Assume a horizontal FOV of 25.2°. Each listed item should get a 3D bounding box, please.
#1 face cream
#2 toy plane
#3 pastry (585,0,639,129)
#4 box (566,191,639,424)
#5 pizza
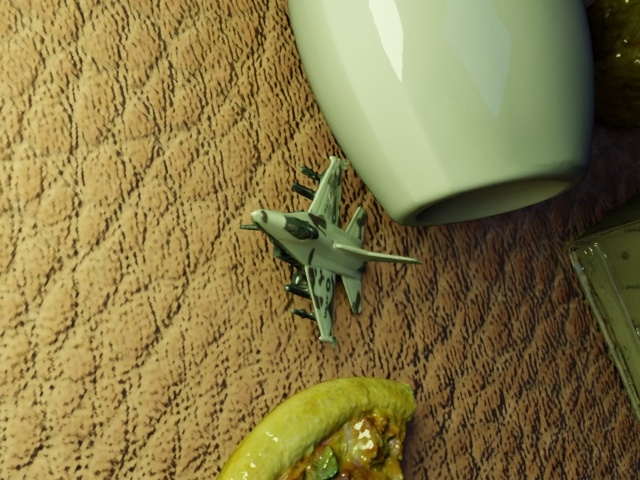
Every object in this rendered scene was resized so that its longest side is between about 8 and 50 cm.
[{"bbox_3d":[0.100,-0.202,1.216,0.312,0.219,0.357,-1,74,-57],"label":"face cream"},{"bbox_3d":[-0.010,0.001,1.156,0.234,0.082,0.160,16,75,-52],"label":"toy plane"},{"bbox_3d":[0.356,-0.192,1.492,0.188,0.188,0.103,21,62,-38],"label":"pastry"},{"bbox_3d":[0.440,0.029,1.499,0.297,0.190,0.225,-29,96,-45],"label":"box"},{"bbox_3d":[0.009,0.218,1.124,0.292,0.058,0.197,-33,101,-44],"label":"pizza"}]
